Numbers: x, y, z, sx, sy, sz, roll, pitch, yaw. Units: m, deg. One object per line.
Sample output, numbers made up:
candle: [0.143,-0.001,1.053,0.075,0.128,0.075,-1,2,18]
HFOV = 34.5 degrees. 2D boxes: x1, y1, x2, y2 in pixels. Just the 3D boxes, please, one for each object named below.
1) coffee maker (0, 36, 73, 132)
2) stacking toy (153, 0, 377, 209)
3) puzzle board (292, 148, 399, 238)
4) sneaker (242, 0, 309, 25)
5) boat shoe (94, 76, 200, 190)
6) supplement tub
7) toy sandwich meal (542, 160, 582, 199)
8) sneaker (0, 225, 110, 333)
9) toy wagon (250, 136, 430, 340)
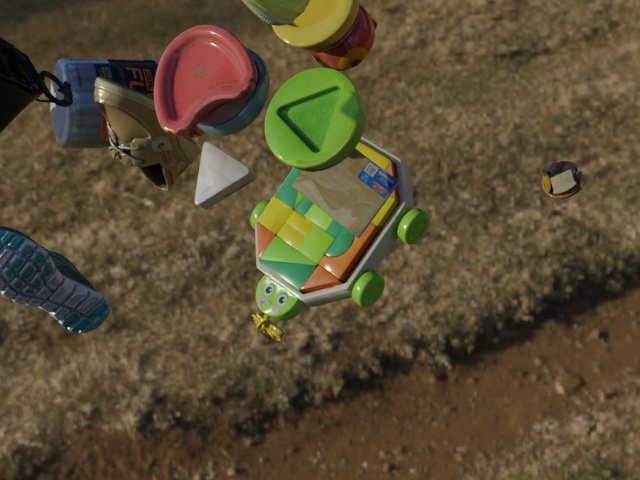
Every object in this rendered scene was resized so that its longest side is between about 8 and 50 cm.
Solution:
coffee maker: [-0.360,-0.111,0.993,0.178,0.171,0.120,-45,33,17]
stacking toy: [-0.052,-0.182,1.360,0.308,0.130,0.280,-21,66,20]
puzzle board: [0.034,-0.078,1.427,0.128,0.096,0.011,39,6,21]
sneaker: [-0.079,-0.314,0.980,0.126,0.240,0.091,-44,45,14]
boat shoe: [-0.313,-0.179,1.826,0.121,0.341,0.110,24,80,22]
supplement tub: [-0.416,-0.298,2.249,0.315,0.194,0.193,-4,27,-25]
toy sandwich meal: [0.448,-0.115,1.920,0.085,0.029,0.086,-14,59,25]
sneaker: [-0.293,0.034,1.071,0.065,0.166,0.076,-42,43,-1]
toy wagon: [0.000,0.000,1.617,0.267,0.068,0.344,34,88,36]
